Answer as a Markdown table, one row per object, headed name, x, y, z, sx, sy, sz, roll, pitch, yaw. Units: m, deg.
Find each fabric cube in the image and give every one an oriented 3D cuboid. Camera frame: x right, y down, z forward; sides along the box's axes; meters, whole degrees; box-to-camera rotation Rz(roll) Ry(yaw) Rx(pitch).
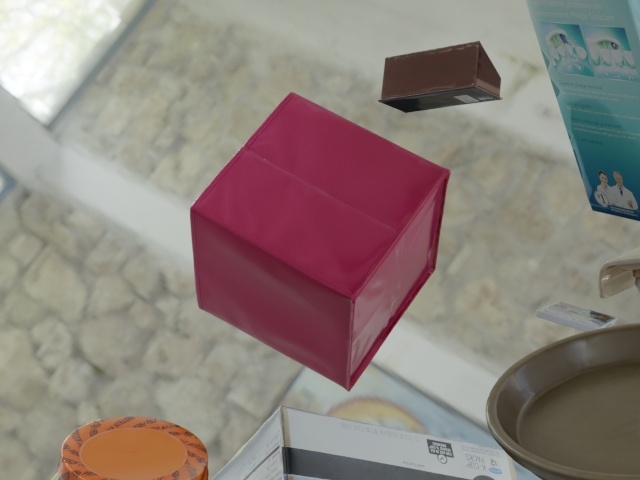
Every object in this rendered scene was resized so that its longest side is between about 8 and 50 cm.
| name | x | y | z | sx | sy | sz | roll | pitch | yaw |
| --- | --- | --- | --- | --- | --- | --- | --- | --- | --- |
| fabric cube | 0.000 | 0.000 | 1.933 | 0.258 | 0.259 | 0.254 | 27 | -31 | 17 |

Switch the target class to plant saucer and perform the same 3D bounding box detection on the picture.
| name | x | y | z | sx | sy | sz | roll | pitch | yaw |
| --- | --- | --- | --- | --- | --- | --- | --- | --- | --- |
| plant saucer | 0.282 | 0.147 | 1.204 | 0.278 | 0.278 | 0.041 | 19 | -55 | 53 |

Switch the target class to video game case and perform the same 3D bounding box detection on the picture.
| name | x | y | z | sx | sy | sz | roll | pitch | yaw |
| --- | --- | --- | --- | --- | --- | --- | --- | --- | --- |
| video game case | 0.355 | 0.106 | 1.933 | 0.087 | 0.011 | 0.122 | 16 | 11 | 22 |

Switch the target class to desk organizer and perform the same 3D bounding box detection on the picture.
| name | x | y | z | sx | sy | sz | roll | pitch | yaw |
| --- | --- | --- | --- | --- | --- | --- | --- | --- | --- |
| desk organizer | 0.126 | -0.170 | 1.459 | 0.130 | 0.050 | 0.047 | -3 | -14 | 43 |

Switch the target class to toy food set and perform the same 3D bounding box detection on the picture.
| name | x | y | z | sx | sy | sz | roll | pitch | yaw |
| --- | --- | --- | --- | --- | --- | --- | --- | --- | --- |
| toy food set | 0.598 | 0.032 | 2.123 | 0.306 | 0.220 | 0.092 | -9 | -80 | 58 |

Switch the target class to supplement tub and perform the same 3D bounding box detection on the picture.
| name | x | y | z | sx | sy | sz | roll | pitch | yaw |
| --- | --- | --- | --- | --- | --- | --- | --- | --- | --- |
| supplement tub | -0.220 | 0.385 | 1.587 | 0.207 | 0.338 | 0.207 | 6 | 21 | -2 |

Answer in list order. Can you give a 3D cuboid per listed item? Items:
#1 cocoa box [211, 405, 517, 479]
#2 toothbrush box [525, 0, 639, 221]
| name | x | y | z | sx | sy | sz | roll | pitch | yaw |
| --- | --- | --- | --- | --- | --- | --- | --- | --- | --- |
| cocoa box | 0.058 | 0.384 | 1.740 | 0.347 | 0.228 | 0.231 | 15 | -43 | -25 |
| toothbrush box | 0.296 | -0.190 | 1.147 | 0.126 | 0.216 | 0.295 | 17 | -46 | 56 |
